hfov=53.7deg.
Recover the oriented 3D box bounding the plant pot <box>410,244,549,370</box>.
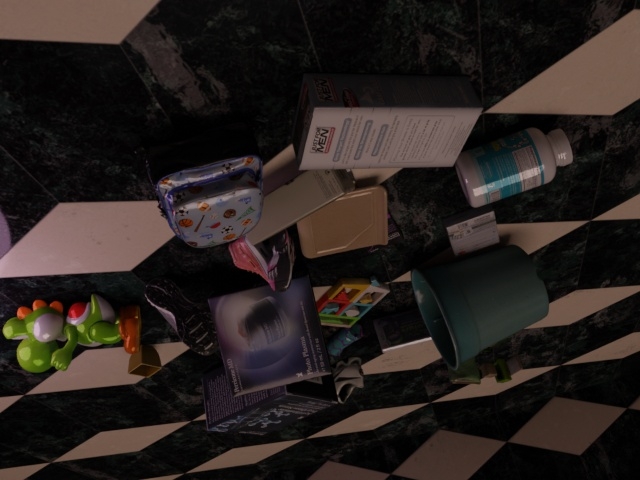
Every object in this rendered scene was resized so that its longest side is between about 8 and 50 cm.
[{"bbox_3d":[0.505,0.186,1.988,0.334,0.341,0.341,-21,146,-3],"label":"plant pot"}]

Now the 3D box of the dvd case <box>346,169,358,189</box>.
[{"bbox_3d":[0.046,-0.143,1.598,0.087,0.013,0.119,-19,147,7],"label":"dvd case"}]

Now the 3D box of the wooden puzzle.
[{"bbox_3d":[0.057,-0.052,1.670,0.238,0.044,0.221,-8,137,0],"label":"wooden puzzle"}]

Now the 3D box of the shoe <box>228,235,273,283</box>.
[{"bbox_3d":[-0.174,0.065,1.719,0.081,0.063,0.178,-27,105,26],"label":"shoe"}]

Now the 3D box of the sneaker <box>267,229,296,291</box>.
[{"bbox_3d":[-0.092,0.052,1.694,0.072,0.178,0.077,-6,161,26],"label":"sneaker"}]

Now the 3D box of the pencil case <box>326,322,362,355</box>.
[{"bbox_3d":[0.087,0.361,2.295,0.070,0.064,0.151,34,129,-17],"label":"pencil case"}]

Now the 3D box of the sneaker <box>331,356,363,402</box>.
[{"bbox_3d":[0.036,0.600,2.556,0.330,0.146,0.122,-34,143,29],"label":"sneaker"}]

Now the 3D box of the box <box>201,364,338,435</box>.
[{"bbox_3d":[-0.189,0.545,2.311,0.395,0.212,0.293,-31,145,28],"label":"box"}]

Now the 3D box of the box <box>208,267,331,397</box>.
[{"bbox_3d":[-0.143,0.264,1.832,0.294,0.296,0.183,-14,-176,0],"label":"box"}]

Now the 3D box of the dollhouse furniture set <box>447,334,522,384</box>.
[{"bbox_3d":[0.643,0.452,2.510,0.301,0.198,0.151,10,141,-32],"label":"dollhouse furniture set"}]

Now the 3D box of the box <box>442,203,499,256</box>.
[{"bbox_3d":[0.453,-0.029,1.889,0.145,0.038,0.186,-20,145,10],"label":"box"}]

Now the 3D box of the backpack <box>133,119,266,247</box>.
[{"bbox_3d":[-0.237,-0.108,1.390,0.276,0.213,0.263,-12,157,-8],"label":"backpack"}]

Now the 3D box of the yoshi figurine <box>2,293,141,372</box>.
[{"bbox_3d":[-0.698,0.284,1.794,0.362,0.203,0.203,0,150,-15],"label":"yoshi figurine"}]

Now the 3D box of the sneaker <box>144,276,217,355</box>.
[{"bbox_3d":[-0.379,0.214,1.772,0.100,0.271,0.108,-40,160,-15],"label":"sneaker"}]

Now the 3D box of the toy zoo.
[{"bbox_3d":[0.096,0.199,2.095,0.192,0.030,0.293,10,139,-31],"label":"toy zoo"}]

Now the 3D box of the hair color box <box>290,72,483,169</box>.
[{"bbox_3d":[0.137,-0.257,1.379,0.374,0.114,0.185,-4,144,-16],"label":"hair color box"}]

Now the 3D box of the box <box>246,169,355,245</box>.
[{"bbox_3d":[-0.061,-0.095,1.521,0.275,0.094,0.113,-28,-179,20],"label":"box"}]

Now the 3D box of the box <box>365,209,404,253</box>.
[{"bbox_3d":[0.161,-0.027,1.793,0.116,0.029,0.162,-23,146,14],"label":"box"}]

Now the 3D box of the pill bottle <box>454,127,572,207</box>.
[{"bbox_3d":[0.478,-0.189,1.570,0.264,0.146,0.146,-19,146,7],"label":"pill bottle"}]

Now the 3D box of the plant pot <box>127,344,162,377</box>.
[{"bbox_3d":[-0.580,0.392,2.082,0.081,0.083,0.081,-35,140,29],"label":"plant pot"}]

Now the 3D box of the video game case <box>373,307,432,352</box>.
[{"bbox_3d":[0.291,0.310,2.210,0.190,0.173,0.022,-14,120,1],"label":"video game case"}]
